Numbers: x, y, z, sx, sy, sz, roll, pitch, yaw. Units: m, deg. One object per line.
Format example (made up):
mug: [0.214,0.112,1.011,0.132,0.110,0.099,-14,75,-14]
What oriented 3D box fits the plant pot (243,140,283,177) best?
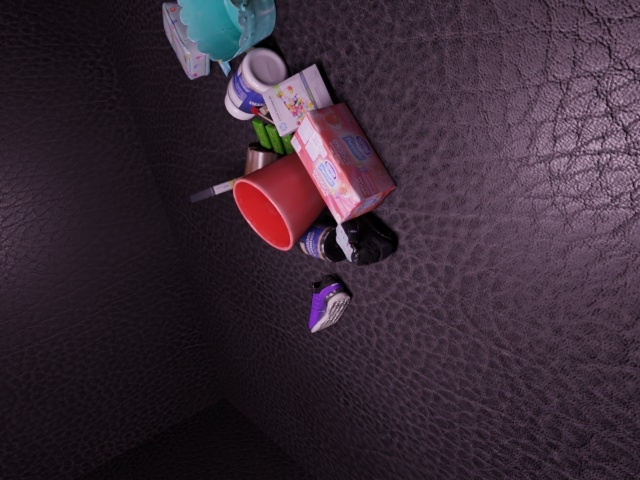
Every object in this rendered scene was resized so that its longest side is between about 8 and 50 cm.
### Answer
plant pot: [-0.202,-0.264,1.920,0.167,0.167,0.165,37,131,42]

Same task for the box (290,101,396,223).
box: [0.061,-0.223,1.518,0.300,0.142,0.154,60,150,12]

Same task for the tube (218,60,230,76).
tube: [-0.393,-0.735,2.013,0.207,0.052,0.080,65,165,-6]

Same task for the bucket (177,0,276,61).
bucket: [-0.286,-0.716,1.649,0.281,0.183,0.281,28,140,26]

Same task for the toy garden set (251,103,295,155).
toy garden set: [-0.127,-0.372,1.742,0.244,0.049,0.203,27,152,34]

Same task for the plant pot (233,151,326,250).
plant pot: [-0.100,-0.146,1.690,0.275,0.243,0.275,38,154,23]

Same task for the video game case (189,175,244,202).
video game case: [-0.368,-0.219,2.116,0.275,0.248,0.035,-5,107,59]

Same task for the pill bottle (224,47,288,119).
pill bottle: [-0.225,-0.515,1.776,0.265,0.153,0.153,-24,89,61]

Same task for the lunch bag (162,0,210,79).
lunch bag: [-0.535,-0.804,2.116,0.279,0.108,0.224,63,165,11]

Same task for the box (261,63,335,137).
box: [-0.064,-0.415,1.576,0.186,0.038,0.145,-24,88,16]

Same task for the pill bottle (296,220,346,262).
pill bottle: [0.000,0.000,1.791,0.219,0.123,0.122,14,122,57]

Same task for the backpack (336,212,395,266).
backpack: [0.115,-0.012,1.582,0.182,0.152,0.115,57,146,38]

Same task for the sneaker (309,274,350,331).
sneaker: [0.012,0.225,1.965,0.146,0.102,0.293,58,145,24]

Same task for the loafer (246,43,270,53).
loafer: [-0.226,-0.640,1.788,0.148,0.056,0.050,39,135,40]
